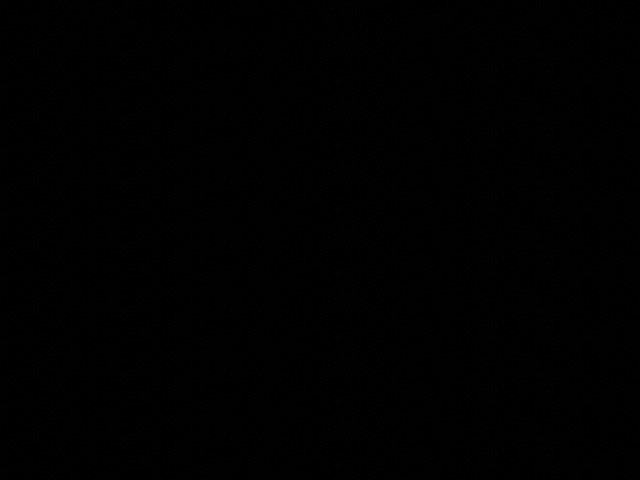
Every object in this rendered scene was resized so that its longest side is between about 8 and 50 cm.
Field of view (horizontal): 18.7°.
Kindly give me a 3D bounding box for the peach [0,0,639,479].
[{"bbox_3d":[0.000,0.000,0.142,0.342,0.343,0.302,-14,-43,-49],"label":"peach"}]
